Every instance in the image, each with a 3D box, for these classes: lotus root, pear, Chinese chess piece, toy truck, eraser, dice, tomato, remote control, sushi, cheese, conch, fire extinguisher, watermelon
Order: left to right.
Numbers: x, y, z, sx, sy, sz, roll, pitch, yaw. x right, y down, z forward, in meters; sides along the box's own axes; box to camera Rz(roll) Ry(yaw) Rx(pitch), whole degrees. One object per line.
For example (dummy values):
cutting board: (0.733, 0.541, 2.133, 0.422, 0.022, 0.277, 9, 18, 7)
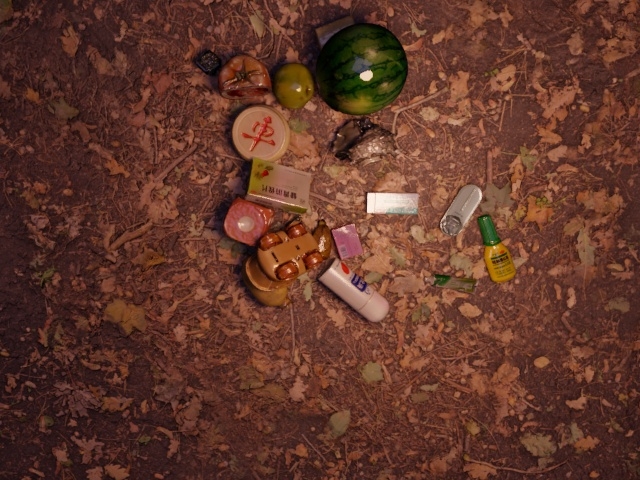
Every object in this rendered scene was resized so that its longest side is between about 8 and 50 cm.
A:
sushi: (-0.459, -0.738, 1.720, 0.085, 0.056, 0.083, 39, 88, -4)
tomato: (-0.312, -0.670, 1.670, 0.214, 0.181, 0.155, -8, 91, -3)
dice: (-0.299, -0.082, 1.746, 0.175, 0.179, 0.173, 21, 98, 2)
Chinese chess piece: (-0.252, -0.446, 1.735, 0.251, 0.097, 0.250, 0, 98, 1)
lotus root: (-0.243, 0.187, 1.795, 0.146, 0.131, 0.303, -37, 94, 37)
toy truck: (-0.149, 0.070, 1.687, 0.288, 0.211, 0.204, -24, 76, -32)
pear: (-0.130, -0.640, 1.688, 0.216, 0.166, 0.180, 24, 110, 22)
fire extinguisher: (-0.118, -0.085, 1.819, 0.083, 0.025, 0.038, -36, 73, 4)
lotus root: (0.000, 0.000, 1.799, 0.109, 0.094, 0.190, 10, 93, -24)
cheese: (0.070, -0.836, 1.689, 0.167, 0.094, 0.123, -20, 107, 7)
watermelon: (0.161, -0.657, 1.587, 0.364, 0.363, 0.362, 0, 97, 0)
conch: (0.177, -0.376, 1.671, 0.241, 0.313, 0.186, -42, 138, -29)
eraser: (0.314, -0.164, 1.796, 0.226, 0.052, 0.095, 1, 100, -1)
remote control: (0.613, -0.132, 1.801, 0.104, 0.052, 0.247, 31, 97, -3)

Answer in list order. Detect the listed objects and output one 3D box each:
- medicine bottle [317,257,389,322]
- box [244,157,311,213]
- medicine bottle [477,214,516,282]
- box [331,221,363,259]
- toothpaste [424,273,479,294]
medicine bottle: (0.156, 0.229, 1.808, 0.341, 0.130, 0.130, 41, 96, -5)
box: (-0.174, -0.226, 1.708, 0.261, 0.062, 0.175, 13, 64, -20)
medicine bottle: (0.767, 0.034, 1.812, 0.111, 0.076, 0.308, -22, 96, 1)
box: (0.118, 0.001, 1.814, 0.112, 0.060, 0.156, -17, 100, 2)
toothpaste: (0.589, 0.191, 1.849, 0.248, 0.047, 0.077, 9, 101, -4)
